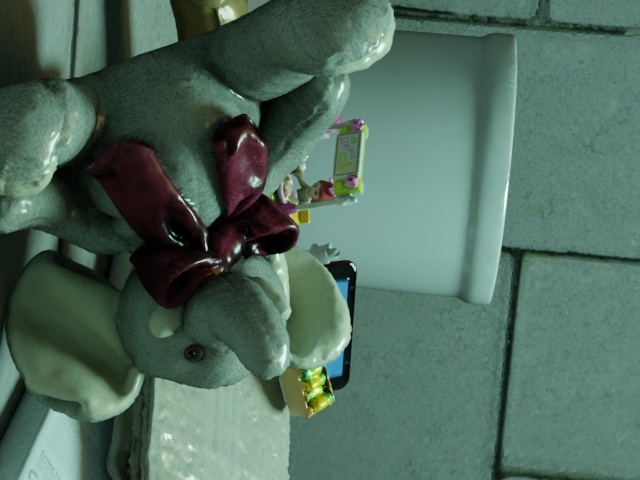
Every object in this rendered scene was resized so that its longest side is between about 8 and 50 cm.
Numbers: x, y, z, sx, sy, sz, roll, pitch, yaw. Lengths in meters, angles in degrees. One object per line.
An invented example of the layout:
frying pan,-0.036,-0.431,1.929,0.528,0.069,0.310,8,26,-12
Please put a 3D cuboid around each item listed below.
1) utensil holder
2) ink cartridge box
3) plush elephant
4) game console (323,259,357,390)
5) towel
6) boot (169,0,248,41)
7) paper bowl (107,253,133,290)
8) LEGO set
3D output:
utensil holder,0.027,-0.098,1.687,0.327,0.385,0.327,4,90,-86
ink cartridge box,-0.166,0.209,1.087,0.224,0.045,0.223,-73,141,-60
plush elephant,-0.090,-0.001,0.967,0.255,0.272,0.330,70,-19,-5
game console,-0.015,0.101,1.374,0.124,0.085,0.144,-72,166,-70
towel,-0.091,0.163,1.136,0.187,0.049,0.282,36,45,-45
boot,-0.106,-0.203,1.293,0.236,0.089,0.269,-101,-179,-57
paper bowl,-0.127,0.079,1.389,0.284,0.148,0.284,6,90,-86
LEGO set,0.000,0.000,1.174,0.132,0.107,0.287,30,54,-66
